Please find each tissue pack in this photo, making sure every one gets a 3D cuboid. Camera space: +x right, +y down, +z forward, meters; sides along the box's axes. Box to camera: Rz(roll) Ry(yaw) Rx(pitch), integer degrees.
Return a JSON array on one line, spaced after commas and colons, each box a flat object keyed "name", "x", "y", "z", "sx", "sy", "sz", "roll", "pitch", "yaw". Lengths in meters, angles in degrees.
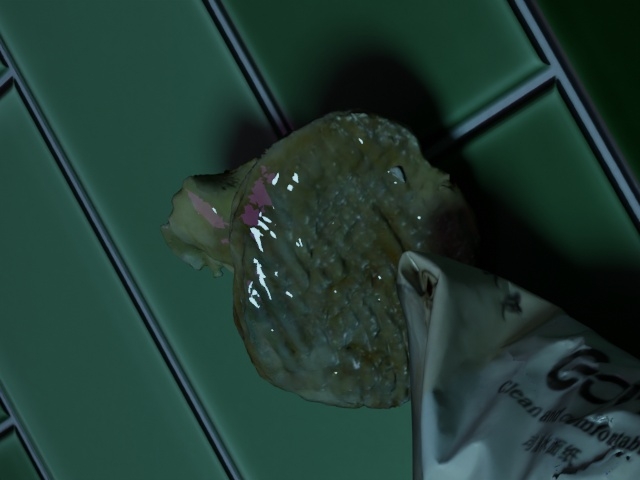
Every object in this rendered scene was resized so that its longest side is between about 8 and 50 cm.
[{"name": "tissue pack", "x": 0.145, "y": 0.229, "z": 1.008, "sx": 0.375, "sy": 0.195, "sz": 0.390, "roll": 30, "pitch": 129, "yaw": 58}]

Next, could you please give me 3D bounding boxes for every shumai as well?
[{"name": "shumai", "x": 0.000, "y": 0.000, "z": 1.184, "sx": 0.153, "sy": 0.161, "sz": 0.209, "roll": 37, "pitch": 157, "yaw": 54}]
